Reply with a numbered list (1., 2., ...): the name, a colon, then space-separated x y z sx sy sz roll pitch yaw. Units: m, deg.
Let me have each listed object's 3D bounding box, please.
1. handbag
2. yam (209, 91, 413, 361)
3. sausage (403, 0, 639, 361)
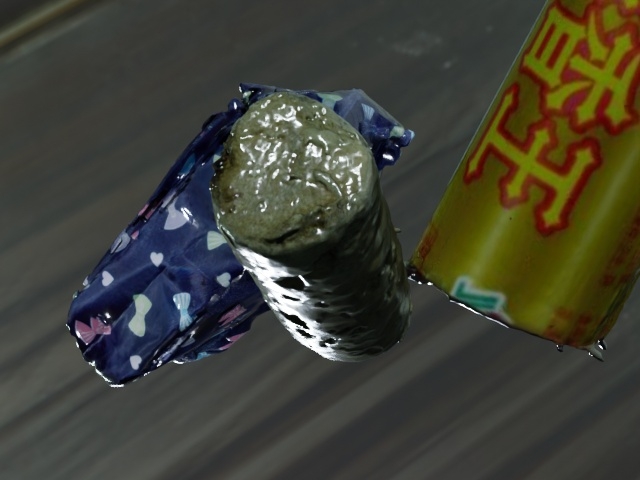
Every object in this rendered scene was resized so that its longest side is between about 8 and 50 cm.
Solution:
1. handbag: -0.059 -0.005 1.079 0.113 0.260 0.162 47 -158 15
2. yam: 0.000 0.000 0.729 0.078 0.078 0.179 48 175 22
3. sausage: 0.169 -0.089 0.841 0.125 0.117 0.317 31 110 10
